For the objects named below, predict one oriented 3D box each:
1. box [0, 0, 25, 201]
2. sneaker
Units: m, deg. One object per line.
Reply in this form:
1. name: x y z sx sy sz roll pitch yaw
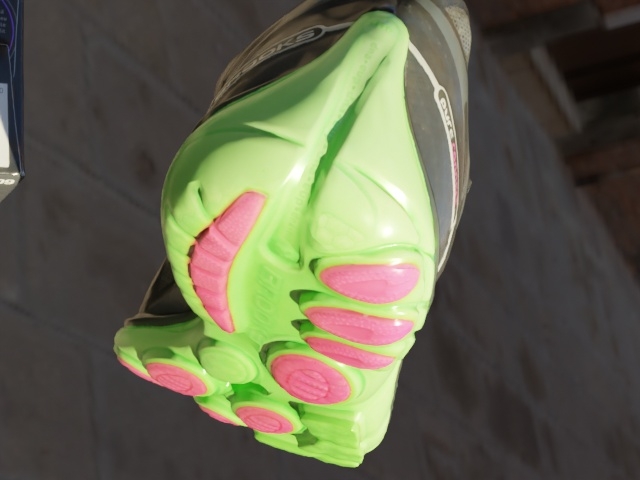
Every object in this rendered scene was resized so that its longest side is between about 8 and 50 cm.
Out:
1. box: -0.326 -0.085 1.153 0.270 0.165 0.143 153 -63 -64
2. sneaker: 0.000 0.000 0.918 0.202 0.185 0.483 -63 -177 -21
